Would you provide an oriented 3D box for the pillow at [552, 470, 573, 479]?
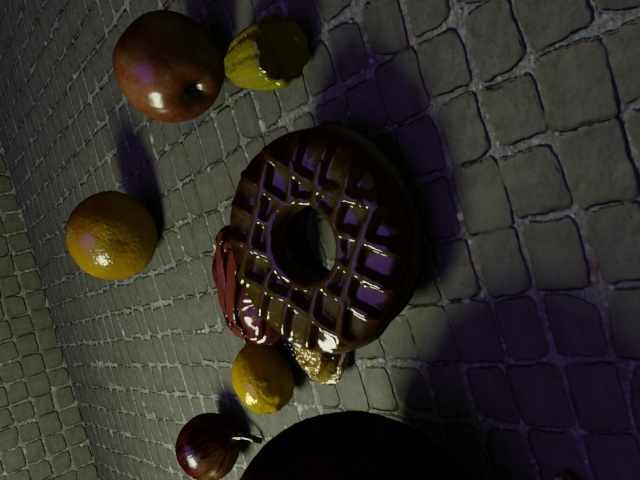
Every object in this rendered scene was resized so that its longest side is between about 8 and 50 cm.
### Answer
[{"bbox_3d":[0.295,0.393,0.892,0.126,0.043,0.232,43,134,31],"label":"pillow"}]

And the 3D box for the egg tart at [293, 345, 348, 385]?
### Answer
[{"bbox_3d":[-0.009,0.187,1.227,0.129,0.049,0.129,9,104,43],"label":"egg tart"}]

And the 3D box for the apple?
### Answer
[{"bbox_3d":[-0.267,-0.306,1.293,0.174,0.188,0.188,44,137,31],"label":"apple"}]

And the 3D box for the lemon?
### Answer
[{"bbox_3d":[-0.110,0.257,1.376,0.155,0.114,0.114,62,146,31],"label":"lemon"}]

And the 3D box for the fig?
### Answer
[{"bbox_3d":[-0.247,0.459,1.633,0.148,0.149,0.202,47,152,7],"label":"fig"}]

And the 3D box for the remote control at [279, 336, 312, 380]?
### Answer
[{"bbox_3d":[-0.067,0.158,1.347,0.245,0.025,0.063,48,138,35],"label":"remote control"}]

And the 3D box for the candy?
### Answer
[{"bbox_3d":[-0.097,-0.284,1.138,0.199,0.094,0.106,9,113,62],"label":"candy"}]

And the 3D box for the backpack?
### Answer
[{"bbox_3d":[-0.117,0.080,1.278,0.229,0.139,0.229,18,114,50],"label":"backpack"}]

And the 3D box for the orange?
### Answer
[{"bbox_3d":[-0.501,-0.011,1.752,0.236,0.236,0.236,29,127,48],"label":"orange"}]

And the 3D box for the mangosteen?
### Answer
[{"bbox_3d":[0.040,0.447,0.994,0.381,0.381,0.421,53,142,29],"label":"mangosteen"}]

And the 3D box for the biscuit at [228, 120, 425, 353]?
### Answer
[{"bbox_3d":[0.000,0.000,1.043,0.332,0.103,0.332,8,104,37],"label":"biscuit"}]
